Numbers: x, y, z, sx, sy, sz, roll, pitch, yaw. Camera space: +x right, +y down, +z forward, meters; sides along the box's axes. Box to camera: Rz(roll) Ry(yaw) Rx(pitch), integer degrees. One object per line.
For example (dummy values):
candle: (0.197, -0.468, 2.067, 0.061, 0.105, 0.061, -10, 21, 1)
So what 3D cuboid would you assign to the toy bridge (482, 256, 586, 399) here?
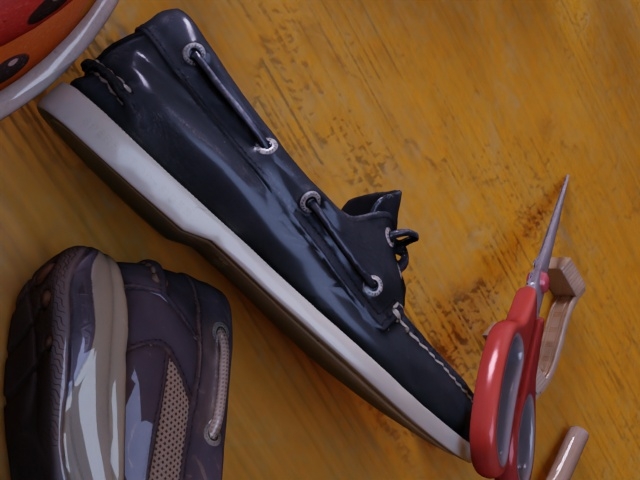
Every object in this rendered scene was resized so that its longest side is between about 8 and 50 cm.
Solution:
toy bridge: (0.148, 0.090, 0.688, 0.188, 0.026, 0.063, -42, 110, -27)

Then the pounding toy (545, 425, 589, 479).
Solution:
pounding toy: (0.238, 0.285, 0.679, 0.183, 0.110, 0.237, -44, 109, -26)

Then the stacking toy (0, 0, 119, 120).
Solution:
stacking toy: (-0.138, -0.170, 0.243, 0.350, 0.480, 0.351, -8, 105, -30)

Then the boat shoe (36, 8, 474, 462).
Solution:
boat shoe: (-0.002, 0.000, 0.547, 0.340, 0.127, 0.113, 42, 79, -12)

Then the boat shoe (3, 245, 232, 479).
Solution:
boat shoe: (-0.092, 0.182, 0.476, 0.130, 0.132, 0.356, 4, 86, -31)

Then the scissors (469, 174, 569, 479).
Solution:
scissors: (0.147, 0.035, 0.629, 0.109, 0.021, 0.297, 57, 42, -43)
